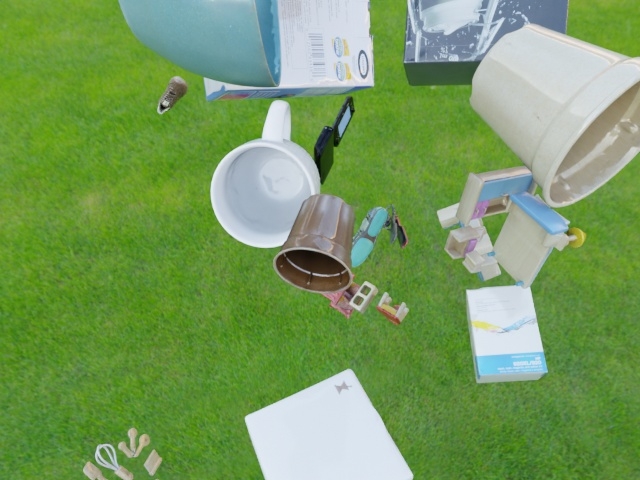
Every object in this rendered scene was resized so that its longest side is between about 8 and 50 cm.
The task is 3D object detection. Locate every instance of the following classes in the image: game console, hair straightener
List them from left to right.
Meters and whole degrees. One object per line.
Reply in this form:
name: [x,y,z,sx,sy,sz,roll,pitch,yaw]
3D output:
game console: [0.054,-0.398,1.757,0.043,0.213,0.362,20,69,10]
hair straightener: [0.232,-0.061,1.542,0.089,0.047,0.230,22,34,-13]

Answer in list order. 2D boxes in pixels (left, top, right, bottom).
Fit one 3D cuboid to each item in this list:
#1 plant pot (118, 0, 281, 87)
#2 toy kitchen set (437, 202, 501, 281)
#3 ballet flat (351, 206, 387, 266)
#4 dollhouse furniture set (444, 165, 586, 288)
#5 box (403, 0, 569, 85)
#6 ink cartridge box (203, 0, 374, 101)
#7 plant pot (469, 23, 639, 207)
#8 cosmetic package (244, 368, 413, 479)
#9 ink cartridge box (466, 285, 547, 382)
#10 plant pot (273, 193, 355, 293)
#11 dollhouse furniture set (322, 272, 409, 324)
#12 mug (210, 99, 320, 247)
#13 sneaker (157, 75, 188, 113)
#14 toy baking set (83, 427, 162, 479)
plant pot: [-0.174,-0.365,0.670,0.195,0.290,0.290,-4,54,3]
toy kitchen set: [0.470,0.007,1.483,0.122,0.166,0.207,-20,41,17]
ballet flat: [0.125,-0.012,1.319,0.070,0.070,0.188,33,89,20]
dollhouse furniture set: [0.508,-0.007,1.168,0.198,0.287,0.303,-11,43,-20]
box: [0.533,-0.780,1.529,0.479,0.297,0.472,4,95,16]
ink cartridge box: [-0.043,-0.436,0.954,0.395,0.270,0.151,-11,14,-25]
plant pot: [0.505,-0.296,1.001,0.333,0.334,0.305,-24,55,-18]
cosmetic package: [0.018,0.641,1.294,0.327,0.394,0.329,-20,47,-16]
ink cartridge box: [0.500,0.259,1.282,0.168,0.171,0.233,-7,66,14]
plant pot: [0.000,0.000,0.995,0.166,0.167,0.165,11,56,6]
dollhouse furniture set: [0.183,0.270,1.936,0.374,0.201,0.152,29,77,34]
mug: [-0.129,-0.205,1.327,0.276,0.375,0.328,8,18,3]
sneaker: [-0.511,-0.492,1.608,0.066,0.188,0.071,29,64,-24]
toy baking set: [-0.579,0.677,1.381,0.030,0.256,0.197,-27,82,23]
